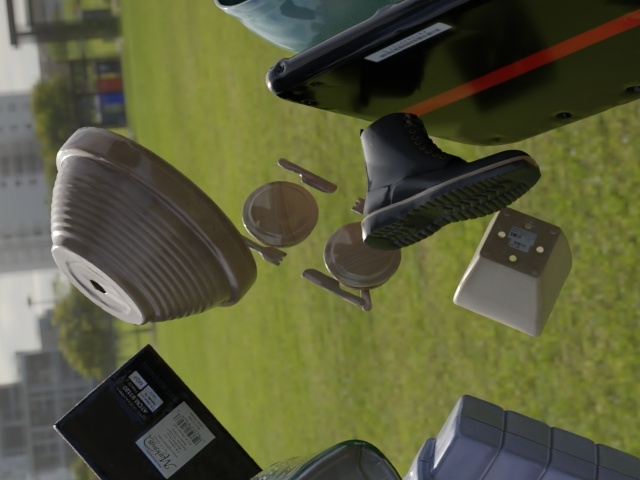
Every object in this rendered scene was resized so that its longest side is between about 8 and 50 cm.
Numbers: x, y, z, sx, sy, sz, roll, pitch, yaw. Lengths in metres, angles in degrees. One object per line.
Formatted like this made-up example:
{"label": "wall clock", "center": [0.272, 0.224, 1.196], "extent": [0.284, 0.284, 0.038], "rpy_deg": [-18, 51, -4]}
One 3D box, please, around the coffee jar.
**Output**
{"label": "coffee jar", "center": [-0.010, 0.198, 0.996], "extent": [0.079, 0.096, 0.184], "rpy_deg": [56, 158, 2]}

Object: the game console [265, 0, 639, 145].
{"label": "game console", "center": [0.186, -0.187, 1.355], "extent": [0.386, 0.342, 0.060], "rpy_deg": [-20, 67, 48]}

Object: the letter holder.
{"label": "letter holder", "center": [-0.170, 0.305, 1.729], "extent": [0.302, 0.152, 0.214], "rpy_deg": [47, 167, 7]}

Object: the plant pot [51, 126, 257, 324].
{"label": "plant pot", "center": [-0.187, 0.008, 1.372], "extent": [0.110, 0.237, 0.237], "rpy_deg": [-53, -7, -22]}

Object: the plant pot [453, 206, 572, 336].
{"label": "plant pot", "center": [0.222, 0.026, 1.555], "extent": [0.109, 0.109, 0.096], "rpy_deg": [-61, -16, -25]}

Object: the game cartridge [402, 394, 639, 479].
{"label": "game cartridge", "center": [0.143, 0.286, 1.113], "extent": [0.068, 0.230, 0.355], "rpy_deg": [-81, 11, -49]}

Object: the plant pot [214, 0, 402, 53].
{"label": "plant pot", "center": [0.032, -0.349, 1.795], "extent": [0.196, 0.293, 0.293], "rpy_deg": [42, -170, -25]}

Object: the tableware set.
{"label": "tableware set", "center": [0.000, 0.000, 1.547], "extent": [0.128, 0.194, 0.039], "rpy_deg": [-53, -20, -28]}

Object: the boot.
{"label": "boot", "center": [0.117, -0.086, 1.371], "extent": [0.077, 0.197, 0.137], "rpy_deg": [29, -131, -49]}
